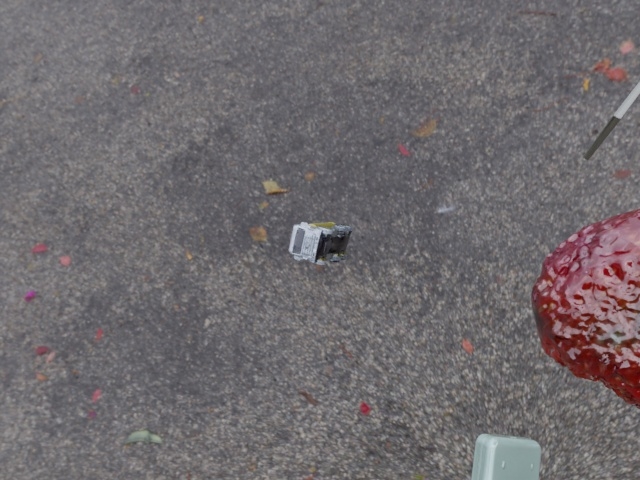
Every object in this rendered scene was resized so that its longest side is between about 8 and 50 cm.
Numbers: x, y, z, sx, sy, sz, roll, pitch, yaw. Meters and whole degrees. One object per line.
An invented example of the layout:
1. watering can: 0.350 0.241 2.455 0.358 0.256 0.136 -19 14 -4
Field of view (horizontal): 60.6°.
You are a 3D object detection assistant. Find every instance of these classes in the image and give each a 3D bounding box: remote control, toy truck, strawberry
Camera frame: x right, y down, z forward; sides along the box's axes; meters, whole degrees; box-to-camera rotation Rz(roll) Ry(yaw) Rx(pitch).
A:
1. remote control: 0.311 0.490 0.943 0.056 0.140 0.296 -8 70 62
2. toy truck: 0.000 0.000 0.764 0.063 0.123 0.052 16 99 22
3. strawberry: 0.392 0.100 0.690 0.221 0.274 0.274 -24 58 3

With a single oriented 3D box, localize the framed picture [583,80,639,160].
1. framed picture: 0.677 -0.297 1.218 0.018 0.265 0.192 37 90 17
